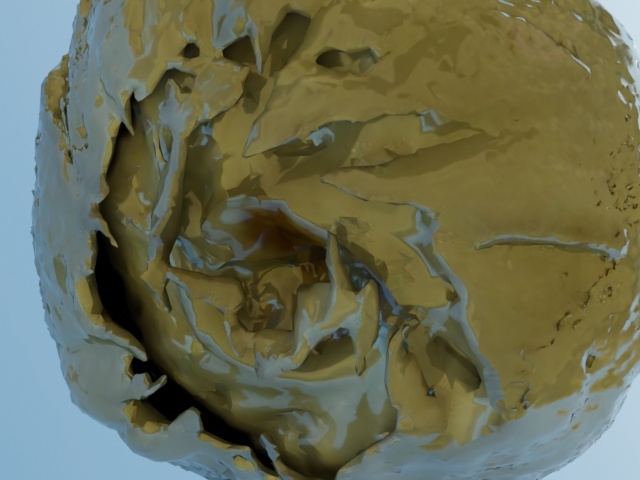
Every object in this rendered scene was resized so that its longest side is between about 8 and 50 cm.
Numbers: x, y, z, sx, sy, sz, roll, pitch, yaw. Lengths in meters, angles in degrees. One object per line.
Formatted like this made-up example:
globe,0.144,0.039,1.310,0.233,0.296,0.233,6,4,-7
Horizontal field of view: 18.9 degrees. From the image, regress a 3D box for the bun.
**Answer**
bun,0.000,0.000,0.703,0.259,0.259,0.152,43,-152,-2
